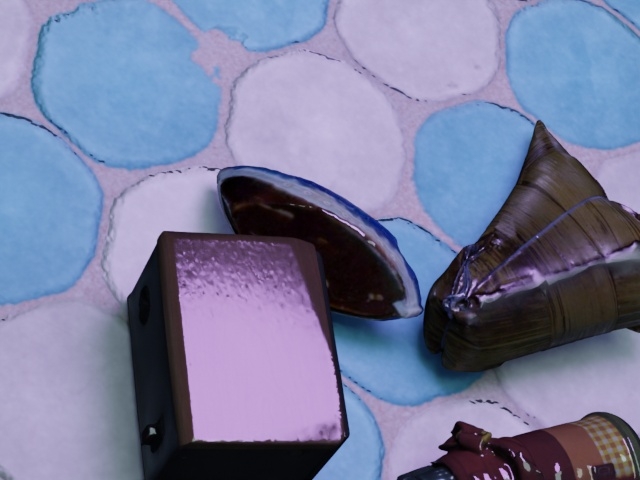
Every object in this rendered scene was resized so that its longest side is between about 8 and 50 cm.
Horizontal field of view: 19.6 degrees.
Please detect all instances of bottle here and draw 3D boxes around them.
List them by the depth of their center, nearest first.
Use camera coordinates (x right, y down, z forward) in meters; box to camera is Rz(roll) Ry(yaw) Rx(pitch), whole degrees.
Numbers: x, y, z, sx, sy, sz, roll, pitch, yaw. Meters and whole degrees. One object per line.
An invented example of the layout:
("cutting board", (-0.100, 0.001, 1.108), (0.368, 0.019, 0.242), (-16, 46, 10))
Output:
("bottle", (0.196, 0.252, 1.881), (0.271, 0.143, 0.156), (-8, 65, -25))

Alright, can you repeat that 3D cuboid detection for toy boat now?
("toy boat", (0.000, 0.000, 1.979), (0.262, 0.114, 0.115), (31, 18, -4))

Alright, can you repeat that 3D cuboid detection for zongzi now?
("zongzi", (0.210, -0.008, 2.062), (0.286, 0.138, 0.300), (-13, 53, -19))

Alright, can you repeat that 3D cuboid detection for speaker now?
("speaker", (-0.089, 0.125, 1.832), (0.192, 0.153, 0.231), (3, 60, -20))
